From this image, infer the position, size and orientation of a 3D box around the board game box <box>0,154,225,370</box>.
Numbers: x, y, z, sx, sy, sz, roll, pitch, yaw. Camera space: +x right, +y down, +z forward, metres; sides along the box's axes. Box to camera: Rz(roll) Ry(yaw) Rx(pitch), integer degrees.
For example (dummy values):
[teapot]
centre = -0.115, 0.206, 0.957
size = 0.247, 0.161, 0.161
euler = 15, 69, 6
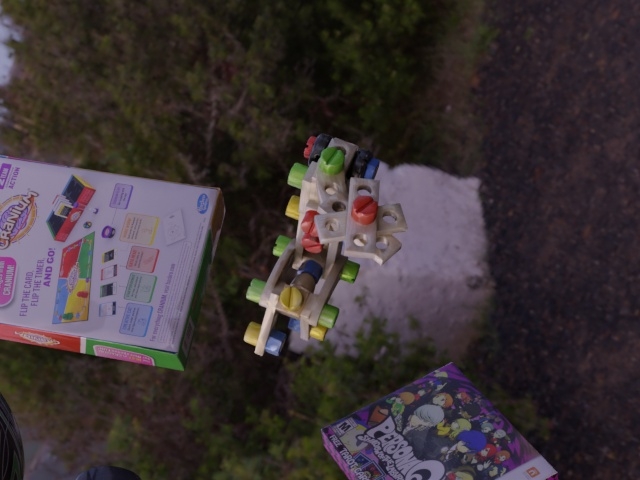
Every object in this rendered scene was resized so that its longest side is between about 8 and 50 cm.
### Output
[board game box]
centre = -0.306, 0.025, 1.359
size = 0.064, 0.316, 0.242
euler = 87, -167, -64

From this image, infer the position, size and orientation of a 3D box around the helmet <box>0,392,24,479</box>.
[helmet]
centre = -0.318, 0.176, 0.822
size = 0.161, 0.169, 0.169
euler = -40, 15, -3

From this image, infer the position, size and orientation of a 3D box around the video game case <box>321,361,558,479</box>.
[video game case]
centre = 0.145, 0.276, 1.305
size = 0.232, 0.210, 0.042
euler = 48, 155, 47

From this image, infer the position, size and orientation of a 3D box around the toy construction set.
[toy construction set]
centre = 0.000, 0.000, 1.287
size = 0.215, 0.151, 0.328
euler = -64, 5, -32

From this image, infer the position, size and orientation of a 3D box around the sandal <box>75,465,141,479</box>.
[sandal]
centre = -0.267, 0.315, 1.077
size = 0.254, 0.097, 0.054
euler = -45, 36, 20
